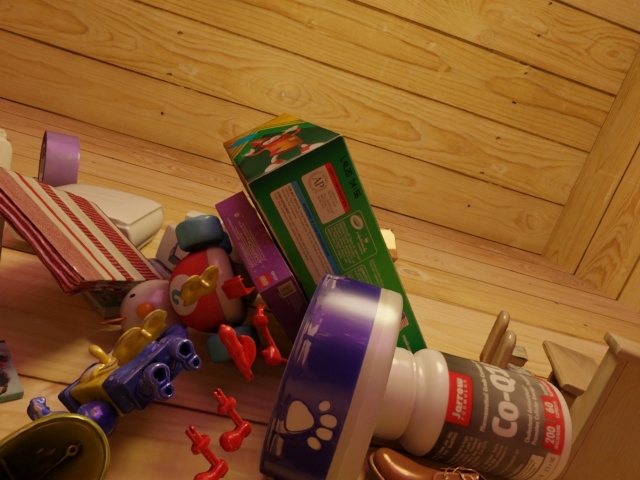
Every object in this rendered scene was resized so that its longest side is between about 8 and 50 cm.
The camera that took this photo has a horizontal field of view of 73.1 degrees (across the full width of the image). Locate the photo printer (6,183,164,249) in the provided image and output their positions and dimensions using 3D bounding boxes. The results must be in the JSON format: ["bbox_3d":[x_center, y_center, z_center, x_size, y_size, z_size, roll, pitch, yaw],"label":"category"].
[{"bbox_3d":[-0.530,-0.057,1.039,0.256,0.107,0.307,13,12,-7],"label":"photo printer"}]

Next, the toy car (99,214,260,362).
[{"bbox_3d":[-0.244,0.108,0.702,0.238,0.219,0.210,-18,-10,-9],"label":"toy car"}]

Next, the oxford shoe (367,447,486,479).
[{"bbox_3d":[0.164,0.315,0.550,0.212,0.076,0.076,20,11,23],"label":"oxford shoe"}]

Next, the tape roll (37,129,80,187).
[{"bbox_3d":[-0.735,-0.206,1.208,0.080,0.188,0.189,6,19,-39],"label":"tape roll"}]

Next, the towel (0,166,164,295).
[{"bbox_3d":[-0.397,-0.006,0.719,0.237,0.037,0.329,47,-5,3],"label":"towel"}]

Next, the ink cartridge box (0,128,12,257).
[{"bbox_3d":[-0.692,-0.072,0.605,0.395,0.285,0.166,17,17,-1],"label":"ink cartridge box"}]

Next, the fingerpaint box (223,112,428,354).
[{"bbox_3d":[0.000,0.000,0.845,0.163,0.444,0.371,-28,26,-6],"label":"fingerpaint box"}]

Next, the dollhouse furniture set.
[{"bbox_3d":[0.545,0.270,0.841,0.362,0.256,0.394,22,16,13],"label":"dollhouse furniture set"}]

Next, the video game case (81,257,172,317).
[{"bbox_3d":[-0.381,0.088,0.887,0.193,0.023,0.212,28,19,35],"label":"video game case"}]

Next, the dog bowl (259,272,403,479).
[{"bbox_3d":[0.018,0.179,0.557,0.104,0.264,0.265,18,15,7],"label":"dog bowl"}]

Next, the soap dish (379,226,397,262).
[{"bbox_3d":[0.087,0.027,1.233,0.229,0.118,0.291,17,-15,2],"label":"soap dish"}]

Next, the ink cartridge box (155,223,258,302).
[{"bbox_3d":[-0.250,0.051,0.990,0.212,0.093,0.154,31,8,36],"label":"ink cartridge box"}]

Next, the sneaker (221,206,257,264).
[{"bbox_3d":[-0.174,-0.026,0.964,0.090,0.115,0.232,24,7,-20],"label":"sneaker"}]

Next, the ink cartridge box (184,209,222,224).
[{"bbox_3d":[-0.308,-0.015,1.183,0.135,0.099,0.056,15,17,-5],"label":"ink cartridge box"}]

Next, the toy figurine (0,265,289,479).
[{"bbox_3d":[-0.228,0.204,0.506,0.217,0.191,0.362,-20,19,38],"label":"toy figurine"}]

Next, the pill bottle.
[{"bbox_3d":[0.213,0.263,0.674,0.283,0.161,0.161,16,15,-5],"label":"pill bottle"}]

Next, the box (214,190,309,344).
[{"bbox_3d":[-0.075,0.078,0.757,0.057,0.293,0.201,-29,52,-7],"label":"box"}]

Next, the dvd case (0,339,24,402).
[{"bbox_3d":[-0.444,0.170,0.551,0.087,0.013,0.119,1,22,-46],"label":"dvd case"}]
